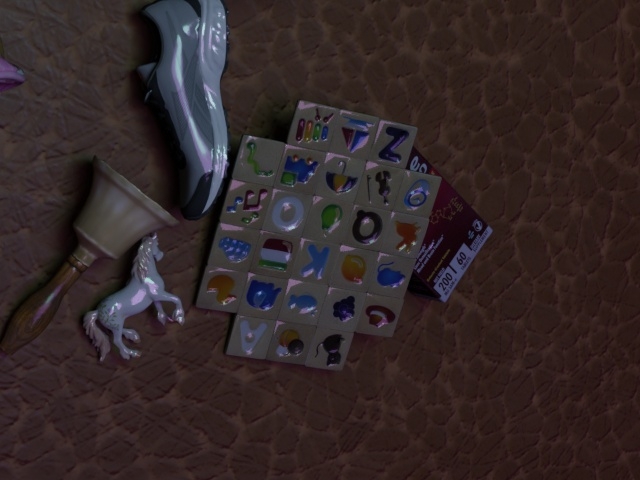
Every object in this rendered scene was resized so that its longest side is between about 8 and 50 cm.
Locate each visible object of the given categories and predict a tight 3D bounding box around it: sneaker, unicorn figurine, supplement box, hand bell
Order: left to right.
[{"bbox_3d":[-0.287,0.033,1.591,0.126,0.126,0.242,41,85,-31],"label":"hand bell"},{"bbox_3d":[-0.216,0.067,1.653,0.162,0.060,0.111,-44,118,-22],"label":"unicorn figurine"},{"bbox_3d":[-0.166,-0.158,1.645,0.108,0.100,0.271,-4,96,-19],"label":"sneaker"},{"bbox_3d":[0.111,-0.039,1.852,0.239,0.073,0.130,43,73,-29],"label":"supplement box"}]

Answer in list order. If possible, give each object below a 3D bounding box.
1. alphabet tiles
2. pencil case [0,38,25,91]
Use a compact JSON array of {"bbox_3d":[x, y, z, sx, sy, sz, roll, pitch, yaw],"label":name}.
[{"bbox_3d":[0.000,0.000,1.756,0.285,0.011,0.342,10,105,-26],"label":"alphabet tiles"},{"bbox_3d":[-0.419,-0.307,1.358,0.167,0.160,0.386,-18,92,-40],"label":"pencil case"}]
